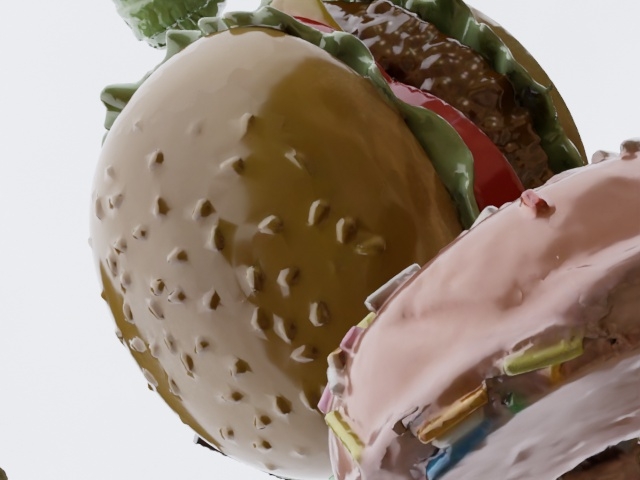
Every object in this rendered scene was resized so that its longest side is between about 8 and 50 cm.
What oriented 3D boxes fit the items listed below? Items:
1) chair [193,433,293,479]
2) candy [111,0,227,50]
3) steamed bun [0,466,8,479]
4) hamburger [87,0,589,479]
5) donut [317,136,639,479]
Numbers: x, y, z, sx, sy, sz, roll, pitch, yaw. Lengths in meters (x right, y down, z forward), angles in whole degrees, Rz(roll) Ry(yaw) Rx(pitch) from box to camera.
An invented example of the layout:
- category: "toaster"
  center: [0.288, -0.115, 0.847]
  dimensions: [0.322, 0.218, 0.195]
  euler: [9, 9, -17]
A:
- category: "chair"
  center: [0.086, 0.163, 1.330]
  dimensions: [0.326, 0.183, 0.176]
  euler: [28, -105, -15]
- category: "candy"
  center: [-0.048, -0.114, 1.226]
  dimensions: [0.092, 0.093, 0.335]
  euler: [-49, -60, -14]
- category: "steamed bun"
  center: [-0.441, 0.316, 1.267]
  dimensions: [0.371, 0.455, 0.290]
  euler: [60, -147, -37]
- category: "hamburger"
  center: [0.000, 0.000, 0.817]
  dimensions: [0.212, 0.274, 0.275]
  euler: [-33, -61, -52]
- category: "donut"
  center: [0.088, 0.055, 0.588]
  dimensions: [0.199, 0.085, 0.233]
  euler: [-10, -37, -29]
